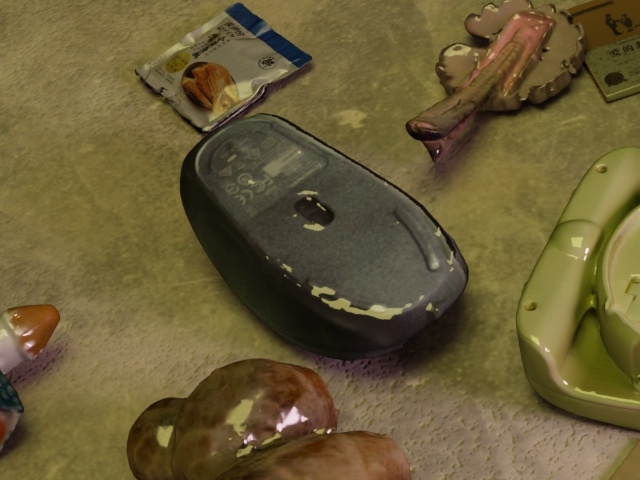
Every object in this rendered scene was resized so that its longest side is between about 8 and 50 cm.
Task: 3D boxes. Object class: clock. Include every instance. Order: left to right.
[{"bbox_3d":[0.386,0.056,1.695,0.348,0.117,0.286,12,52,27],"label":"clock"}]

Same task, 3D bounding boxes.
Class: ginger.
[{"bbox_3d":[-0.058,0.223,1.665,0.244,0.155,0.304,-34,38,-6],"label":"ginger"}]

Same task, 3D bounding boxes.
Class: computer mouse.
[{"bbox_3d":[0.002,0.001,1.876,0.203,0.114,0.374,-35,55,-20],"label":"computer mouse"}]

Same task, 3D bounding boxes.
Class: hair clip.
[{"bbox_3d":[0.189,-0.181,2.020,0.173,0.069,0.300,18,45,30],"label":"hair clip"}]

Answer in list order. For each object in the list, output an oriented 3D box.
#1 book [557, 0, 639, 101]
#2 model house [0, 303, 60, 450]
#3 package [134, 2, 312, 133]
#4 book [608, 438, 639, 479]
[{"bbox_3d":[0.360,-0.234,2.060,0.118,0.012,0.172,-19,44,-2],"label":"book"},{"bbox_3d":[-0.421,0.122,1.838,0.301,0.190,0.271,-31,44,-14],"label":"model house"},{"bbox_3d":[-0.123,-0.217,2.186,0.173,0.027,0.171,-38,48,-14],"label":"package"},{"bbox_3d":[0.327,0.271,1.578,0.192,0.013,0.168,25,58,35],"label":"book"}]
